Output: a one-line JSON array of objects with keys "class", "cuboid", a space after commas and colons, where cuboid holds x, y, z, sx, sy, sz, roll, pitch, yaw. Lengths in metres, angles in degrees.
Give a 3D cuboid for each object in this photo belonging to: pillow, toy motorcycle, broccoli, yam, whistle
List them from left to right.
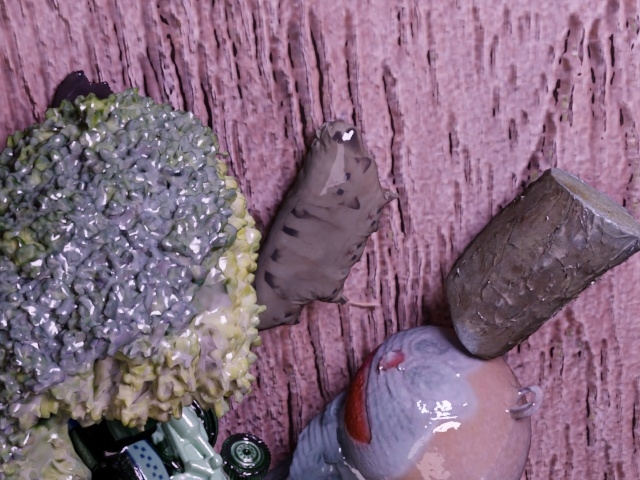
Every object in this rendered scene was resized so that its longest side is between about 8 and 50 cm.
[{"class": "broccoli", "cuboid": [-0.168, 0.075, 1.260, 0.302, 0.249, 0.375, 34, 80, -35]}, {"class": "toy motorcycle", "cuboid": [-0.126, 0.274, 1.438, 0.196, 0.331, 0.125, -20, 161, -35]}, {"class": "pillow", "cuboid": [0.001, -0.001, 1.374, 0.093, 0.051, 0.241, 17, 125, -13]}, {"class": "whistle", "cuboid": [0.052, 0.183, 1.458, 0.348, 0.189, 0.189, -24, 126, 34]}, {"class": "yam", "cuboid": [0.185, 0.016, 1.352, 0.107, 0.107, 0.183, 32, 120, -23]}]

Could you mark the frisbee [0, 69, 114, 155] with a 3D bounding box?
[{"class": "frisbee", "cuboid": [-0.235, -0.072, 1.341, 0.211, 0.012, 0.187, 20, 126, -15]}]
